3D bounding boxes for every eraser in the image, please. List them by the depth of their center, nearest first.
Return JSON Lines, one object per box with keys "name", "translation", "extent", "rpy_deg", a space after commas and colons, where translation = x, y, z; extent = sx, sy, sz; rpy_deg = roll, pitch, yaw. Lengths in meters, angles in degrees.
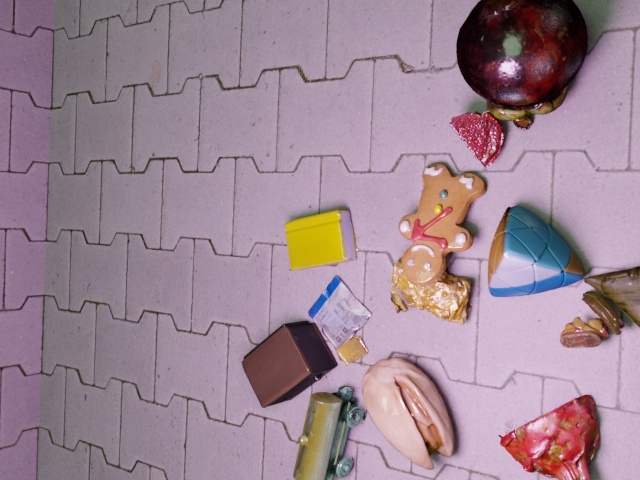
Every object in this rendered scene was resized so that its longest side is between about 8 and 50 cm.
{"name": "eraser", "translation": [0.000, 0.000, 2.178], "extent": [0.226, 0.069, 0.158], "rpy_deg": [-11, 82, 35]}

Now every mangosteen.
{"name": "mangosteen", "translation": [0.494, -0.446, 1.730], "extent": [0.306, 0.359, 0.306], "rpy_deg": [-19, 46, 21]}

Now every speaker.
{"name": "speaker", "translation": [-0.099, 0.382, 2.195], "extent": [0.231, 0.153, 0.193], "rpy_deg": [-40, 68, 29]}

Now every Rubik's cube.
{"name": "Rubik's cube", "translation": [0.516, 0.044, 1.717], "extent": [0.254, 0.254, 0.255], "rpy_deg": [0, 89, 36]}

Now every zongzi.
{"name": "zongzi", "translation": [0.744, 0.180, 1.620], "extent": [0.274, 0.125, 0.251], "rpy_deg": [-18, 81, 51]}

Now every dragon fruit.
{"name": "dragon fruit", "translation": [0.572, 0.513, 1.721], "extent": [0.262, 0.134, 0.212], "rpy_deg": [-44, 69, 27]}
{"name": "dragon fruit", "translation": [0.424, -0.285, 1.872], "extent": [0.106, 0.083, 0.162], "rpy_deg": [-40, 93, 19]}

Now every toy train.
{"name": "toy train", "translation": [0.024, 0.576, 2.080], "extent": [0.126, 0.189, 0.308], "rpy_deg": [18, 99, 37]}

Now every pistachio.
{"name": "pistachio", "translation": [0.238, 0.467, 1.939], "extent": [0.193, 0.214, 0.318], "rpy_deg": [-27, 78, -10]}

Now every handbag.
{"name": "handbag", "translation": [0.095, 0.329, 2.123], "extent": [0.083, 0.027, 0.061], "rpy_deg": [-33, 87, 28]}

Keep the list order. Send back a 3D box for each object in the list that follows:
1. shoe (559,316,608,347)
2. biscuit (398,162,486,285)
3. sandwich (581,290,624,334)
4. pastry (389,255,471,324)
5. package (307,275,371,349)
{"name": "shoe", "translation": [0.632, 0.219, 1.719], "extent": [0.072, 0.069, 0.109], "rpy_deg": [42, 132, -12]}
{"name": "biscuit", "translation": [0.310, -0.042, 1.905], "extent": [0.216, 0.047, 0.340], "rpy_deg": [20, 82, 35]}
{"name": "sandwich", "translation": [0.662, 0.163, 1.685], "extent": [0.029, 0.067, 0.135], "rpy_deg": [-35, 42, -1]}
{"name": "pastry", "translation": [0.291, 0.138, 1.946], "extent": [0.249, 0.102, 0.154], "rpy_deg": [21, 109, 33]}
{"name": "package", "translation": [0.054, 0.224, 2.164], "extent": [0.173, 0.027, 0.171], "rpy_deg": [49, 119, 25]}
